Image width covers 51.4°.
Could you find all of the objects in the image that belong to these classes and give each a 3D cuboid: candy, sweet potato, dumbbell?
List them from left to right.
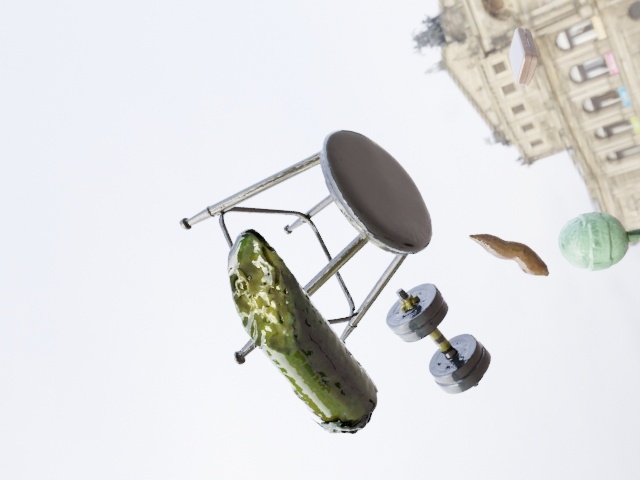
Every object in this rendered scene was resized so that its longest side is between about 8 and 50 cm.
[{"bbox_3d":[0.340,0.281,1.912,0.388,0.185,0.185,50,-142,-16],"label":"dumbbell"},{"bbox_3d":[0.468,0.027,1.632,0.218,0.065,0.051,28,-164,2],"label":"sweet potato"},{"bbox_3d":[0.687,-0.027,1.287,0.119,0.439,0.119,-11,-90,-82],"label":"candy"}]

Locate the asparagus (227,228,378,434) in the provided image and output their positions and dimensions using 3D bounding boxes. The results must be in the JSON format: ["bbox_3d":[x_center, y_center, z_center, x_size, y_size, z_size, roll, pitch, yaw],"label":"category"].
[{"bbox_3d":[-0.034,0.154,1.028,0.128,0.108,0.382,-57,-51,-32],"label":"asparagus"}]

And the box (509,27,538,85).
[{"bbox_3d":[0.293,-0.266,0.959,0.115,0.025,0.048,-77,-7,-53],"label":"box"}]

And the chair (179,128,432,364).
[{"bbox_3d":[0.000,0.000,1.452,0.362,0.410,0.365,2,-125,-49],"label":"chair"}]
